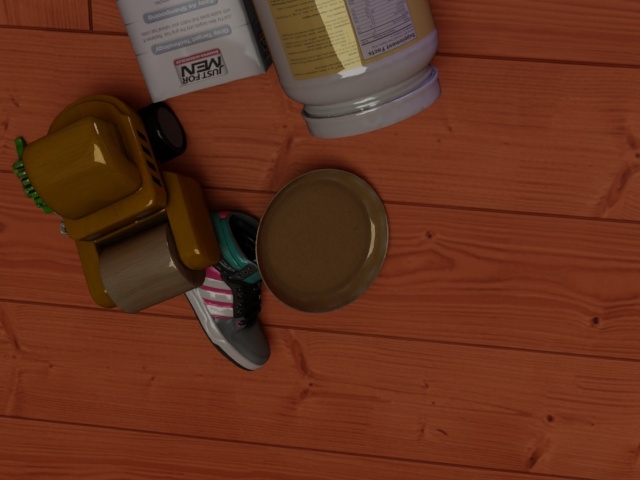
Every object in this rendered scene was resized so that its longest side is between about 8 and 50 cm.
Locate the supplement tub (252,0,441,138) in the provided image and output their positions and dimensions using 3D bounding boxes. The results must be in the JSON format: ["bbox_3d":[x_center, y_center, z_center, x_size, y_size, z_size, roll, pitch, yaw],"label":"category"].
[{"bbox_3d":[0.029,-0.335,1.526,0.241,0.241,0.331,-14,112,15],"label":"supplement tub"}]

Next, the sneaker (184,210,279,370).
[{"bbox_3d":[-0.120,0.070,1.803,0.178,0.124,0.296,-22,108,28],"label":"sneaker"}]

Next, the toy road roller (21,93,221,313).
[{"bbox_3d":[-0.319,-0.062,1.664,0.202,0.240,0.330,-23,79,18],"label":"toy road roller"}]

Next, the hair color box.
[{"bbox_3d":[-0.212,-0.413,1.601,0.185,0.114,0.375,-13,110,14],"label":"hair color box"}]

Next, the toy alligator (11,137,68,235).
[{"bbox_3d":[-0.471,-0.082,1.823,0.056,0.051,0.190,-17,110,16],"label":"toy alligator"}]

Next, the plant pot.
[{"bbox_3d":[0.000,0.000,1.740,0.236,0.032,0.236,-6,104,-24],"label":"plant pot"}]
